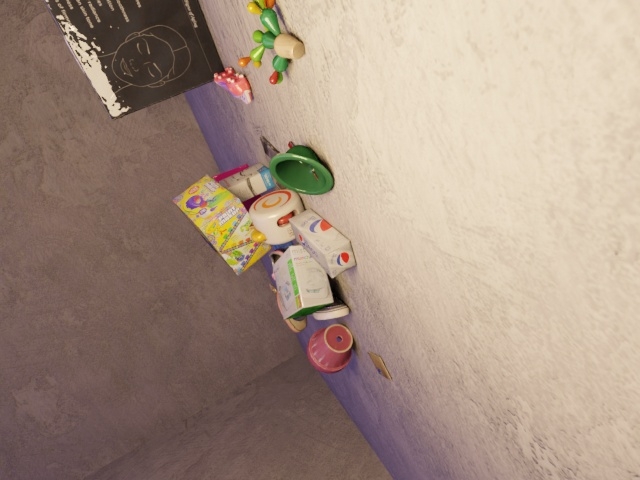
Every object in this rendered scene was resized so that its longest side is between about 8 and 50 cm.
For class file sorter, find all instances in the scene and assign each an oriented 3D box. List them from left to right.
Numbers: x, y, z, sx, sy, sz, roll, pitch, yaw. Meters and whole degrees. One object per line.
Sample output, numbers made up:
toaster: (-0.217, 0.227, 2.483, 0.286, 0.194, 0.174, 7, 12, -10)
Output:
file sorter: (-0.410, -0.203, 2.143, 0.182, 0.202, 0.290, 83, 163, -64)

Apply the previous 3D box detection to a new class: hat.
hat: (-0.039, -0.249, 1.151, 0.209, 0.183, 0.173, 12, 153, 16)

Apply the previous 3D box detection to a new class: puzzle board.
puzzle board: (0.225, 0.473, 1.565, 0.096, 0.011, 0.128, 62, 167, -2)

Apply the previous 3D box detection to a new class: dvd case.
dvd case: (-0.168, -0.272, 1.580, 0.164, 0.018, 0.221, 49, 161, 43)

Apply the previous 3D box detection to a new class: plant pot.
plant pot: (0.055, 0.462, 1.820, 0.201, 0.201, 0.180, 57, 149, 23)

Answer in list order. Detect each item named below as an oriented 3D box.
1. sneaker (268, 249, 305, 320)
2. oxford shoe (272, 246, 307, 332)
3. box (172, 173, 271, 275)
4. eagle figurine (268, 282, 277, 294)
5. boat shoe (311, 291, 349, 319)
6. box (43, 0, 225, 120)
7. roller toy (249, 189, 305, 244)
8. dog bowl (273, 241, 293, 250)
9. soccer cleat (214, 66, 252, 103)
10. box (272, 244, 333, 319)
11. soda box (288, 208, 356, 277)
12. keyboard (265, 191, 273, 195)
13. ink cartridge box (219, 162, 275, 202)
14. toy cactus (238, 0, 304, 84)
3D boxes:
sneaker: (-0.147, 0.186, 1.729, 0.131, 0.112, 0.319, 13, -128, -48)
oxford shoe: (-0.110, 0.221, 1.874, 0.140, 0.147, 0.396, -17, -86, -63)
box: (-0.383, -0.065, 1.613, 0.290, 0.177, 0.279, 35, 160, 45)
eagle figurine: (-0.103, 0.270, 2.079, 0.226, 0.298, 0.225, 31, -134, -28)
boat shoe: (0.004, 0.230, 1.700, 0.340, 0.127, 0.158, -12, 89, 65)
box: (-0.690, -0.784, 1.561, 0.297, 0.472, 0.479, 44, 157, 55)
roller toy: (-0.149, -0.080, 1.499, 0.209, 0.191, 0.146, -69, -34, -51)
dog bowl: (-0.175, 0.090, 2.158, 0.166, 0.074, 0.297, 51, 161, 39)
soccer cleat: (-0.312, -0.549, 1.466, 0.248, 0.083, 0.095, 41, 159, 50)
box: (-0.072, 0.158, 1.566, 0.262, 0.127, 0.231, 137, 122, -62)
soda box: (0.000, 0.000, 1.327, 0.286, 0.091, 0.098, 43, 156, 54)
keyboard: (-0.226, -0.178, 1.959, 0.192, 0.038, 0.100, -168, 76, -74)
ink cartridge box: (-0.316, -0.244, 1.776, 0.148, 0.203, 0.085, 40, 154, 56)
toy cactus: (-0.110, -0.444, 0.919, 0.180, 0.112, 0.219, 39, 145, 37)
